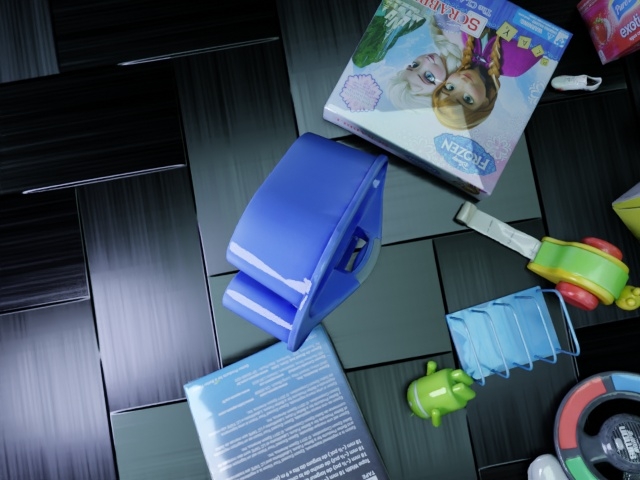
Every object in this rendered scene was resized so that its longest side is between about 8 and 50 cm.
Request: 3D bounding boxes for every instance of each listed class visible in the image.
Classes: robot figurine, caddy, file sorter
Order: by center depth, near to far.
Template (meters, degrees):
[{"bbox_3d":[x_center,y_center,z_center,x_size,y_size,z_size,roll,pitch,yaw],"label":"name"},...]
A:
[{"bbox_3d":[0.000,0.000,0.861,0.179,0.241,0.341,25,51,7],"label":"caddy"},{"bbox_3d":[0.191,0.250,0.942,0.115,0.101,0.067,-30,129,30],"label":"robot figurine"},{"bbox_3d":[0.313,0.156,0.945,0.170,0.104,0.118,-17,86,-2],"label":"file sorter"}]

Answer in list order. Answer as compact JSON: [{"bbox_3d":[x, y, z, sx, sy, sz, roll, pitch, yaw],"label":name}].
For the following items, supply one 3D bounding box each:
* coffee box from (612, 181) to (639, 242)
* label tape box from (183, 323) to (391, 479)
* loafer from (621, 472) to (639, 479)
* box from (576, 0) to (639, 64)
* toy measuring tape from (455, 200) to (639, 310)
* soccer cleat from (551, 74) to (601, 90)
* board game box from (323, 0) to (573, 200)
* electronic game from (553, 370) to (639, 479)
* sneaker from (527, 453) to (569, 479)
[{"bbox_3d":[0.730,-0.042,0.846,0.334,0.338,0.338,-37,86,-3],"label":"coffee box"},{"bbox_3d":[-0.036,0.332,0.879,0.240,0.106,0.334,-23,67,-2],"label":"label tape box"},{"bbox_3d":[0.544,0.454,0.941,0.096,0.084,0.268,-2,69,25],"label":"loafer"},{"bbox_3d":[0.541,-0.397,0.916,0.128,0.257,0.123,-22,88,-2],"label":"box"},{"bbox_3d":[0.386,0.023,0.952,0.330,0.121,0.121,30,86,2],"label":"toy measuring tape"},{"bbox_3d":[0.450,-0.278,1.016,0.083,0.035,0.029,5,85,0],"label":"soccer cleat"},{"bbox_3d":[0.216,-0.283,1.000,0.318,0.066,0.318,27,86,2],"label":"board game box"},{"bbox_3d":[0.494,0.324,0.925,0.229,0.048,0.230,-5,65,11],"label":"electronic game"},{"bbox_3d":[0.409,0.461,0.925,0.090,0.095,0.235,-21,83,0],"label":"sneaker"}]
